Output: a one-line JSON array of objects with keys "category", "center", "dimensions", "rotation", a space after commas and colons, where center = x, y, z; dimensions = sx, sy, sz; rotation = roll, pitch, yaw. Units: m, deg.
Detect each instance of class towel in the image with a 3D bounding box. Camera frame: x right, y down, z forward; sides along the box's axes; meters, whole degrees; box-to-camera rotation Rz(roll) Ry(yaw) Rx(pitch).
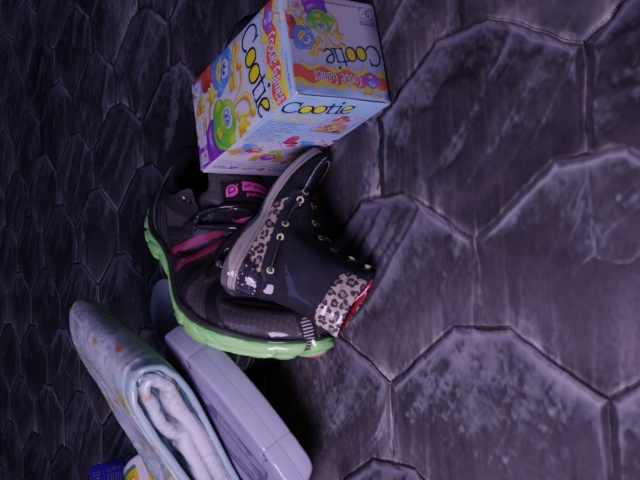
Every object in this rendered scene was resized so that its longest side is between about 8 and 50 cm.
[{"category": "towel", "center": [-0.257, 0.289, 1.354], "dimensions": [0.321, 0.090, 0.374], "rotation": [20, 138, 53]}]

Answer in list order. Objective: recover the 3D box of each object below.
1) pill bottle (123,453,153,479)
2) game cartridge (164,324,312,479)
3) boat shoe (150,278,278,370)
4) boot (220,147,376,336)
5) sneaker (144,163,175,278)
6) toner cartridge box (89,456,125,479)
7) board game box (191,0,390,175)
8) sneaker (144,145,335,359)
[{"category": "pill bottle", "center": [-0.280, 0.493, 1.565], "dimensions": [0.117, 0.118, 0.208], "rotation": [-59, 44, 40]}, {"category": "game cartridge", "center": [-0.121, 0.259, 1.240], "dimensions": [0.294, 0.060, 0.196], "rotation": [46, 155, 23]}, {"category": "boat shoe", "center": [-0.173, 0.134, 1.403], "dimensions": [0.306, 0.105, 0.113], "rotation": [12, 96, 51]}, {"category": "boot", "center": [-0.001, 0.002, 1.134], "dimensions": [0.179, 0.236, 0.085], "rotation": [27, 154, 13]}, {"category": "sneaker", "center": [-0.287, -0.047, 1.601], "dimensions": [0.118, 0.083, 0.222], "rotation": [34, 120, 53]}, {"category": "toner cartridge box", "center": [-0.388, 0.560, 1.659], "dimensions": [0.348, 0.075, 0.165], "rotation": [-157, 53, -73]}, {"category": "board game box", "center": [-0.050, -0.200, 1.163], "dimensions": [0.275, 0.144, 0.142], "rotation": [-27, 67, 54]}, {"category": "sneaker", "center": [-0.134, 0.007, 1.269], "dimensions": [0.483, 0.185, 0.202], "rotation": [45, 125, 44]}]
